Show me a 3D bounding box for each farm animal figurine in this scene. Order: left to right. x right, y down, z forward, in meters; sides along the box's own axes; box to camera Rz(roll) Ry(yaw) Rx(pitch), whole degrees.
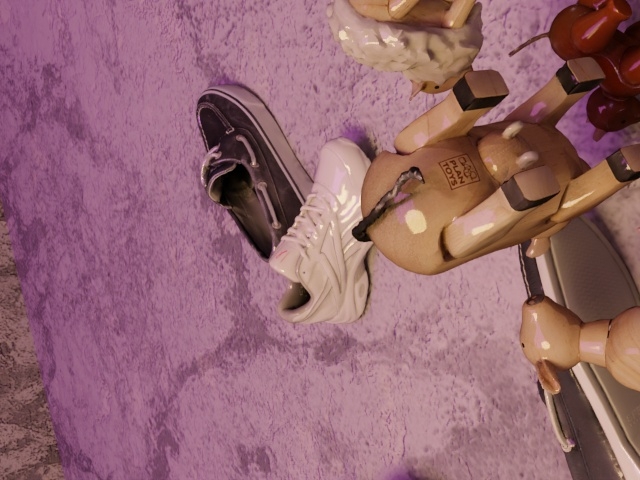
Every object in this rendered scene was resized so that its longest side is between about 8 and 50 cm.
[{"bbox_3d":[0.160,-0.019,0.699,0.172,0.327,0.330,-44,49,49],"label":"farm animal figurine"}]

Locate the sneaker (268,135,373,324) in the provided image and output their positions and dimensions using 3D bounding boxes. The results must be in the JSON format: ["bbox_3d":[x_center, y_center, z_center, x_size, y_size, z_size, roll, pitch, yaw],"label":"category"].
[{"bbox_3d":[0.000,0.000,1.119,0.090,0.115,0.232,33,126,48],"label":"sneaker"}]

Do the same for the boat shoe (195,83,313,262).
[{"bbox_3d":[-0.099,-0.085,1.256,0.301,0.102,0.108,57,142,30],"label":"boat shoe"}]

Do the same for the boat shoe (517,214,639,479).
[{"bbox_3d":[0.220,0.119,0.823,0.091,0.114,0.302,-32,72,50],"label":"boat shoe"}]
